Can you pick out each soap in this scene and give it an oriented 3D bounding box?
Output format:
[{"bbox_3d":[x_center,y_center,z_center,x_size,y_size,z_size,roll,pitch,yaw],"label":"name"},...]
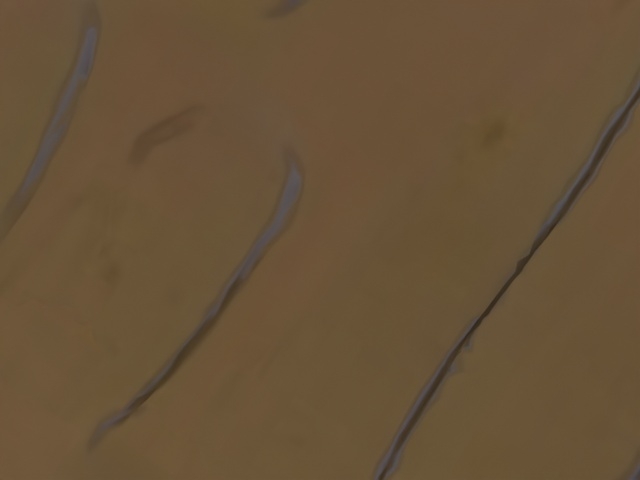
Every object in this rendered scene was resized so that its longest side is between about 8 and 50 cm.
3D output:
[{"bbox_3d":[0.000,0.000,0.515,0.435,0.213,0.350,40,-94,-29],"label":"soap"}]
